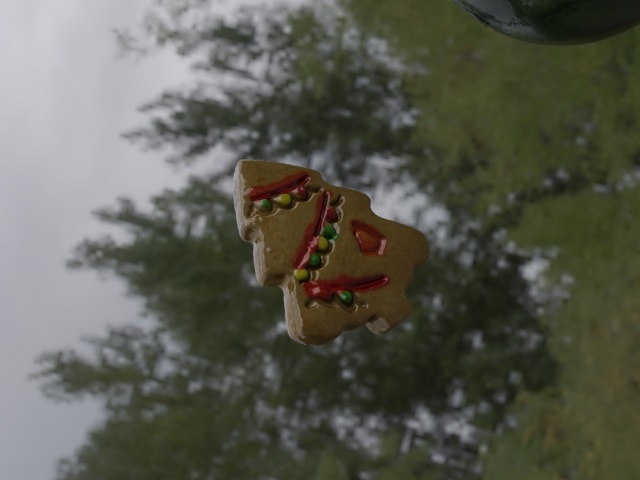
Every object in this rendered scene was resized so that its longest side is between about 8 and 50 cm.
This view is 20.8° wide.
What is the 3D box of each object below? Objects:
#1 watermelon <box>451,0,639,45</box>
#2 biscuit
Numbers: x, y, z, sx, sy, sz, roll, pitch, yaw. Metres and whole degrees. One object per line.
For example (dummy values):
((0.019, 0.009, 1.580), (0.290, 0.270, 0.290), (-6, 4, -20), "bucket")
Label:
((0.179, -0.265, 1.286), (0.242, 0.242, 0.242), (13, -90, -70), "watermelon")
((0.000, 0.000, 1.797), (0.212, 0.239, 0.041), (-39, -9, -39), "biscuit")
